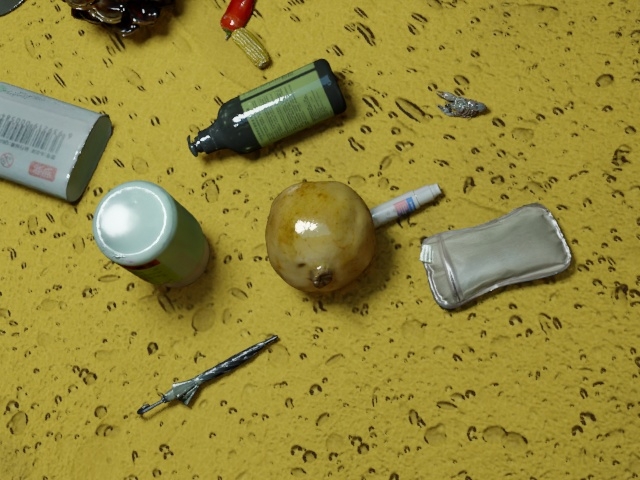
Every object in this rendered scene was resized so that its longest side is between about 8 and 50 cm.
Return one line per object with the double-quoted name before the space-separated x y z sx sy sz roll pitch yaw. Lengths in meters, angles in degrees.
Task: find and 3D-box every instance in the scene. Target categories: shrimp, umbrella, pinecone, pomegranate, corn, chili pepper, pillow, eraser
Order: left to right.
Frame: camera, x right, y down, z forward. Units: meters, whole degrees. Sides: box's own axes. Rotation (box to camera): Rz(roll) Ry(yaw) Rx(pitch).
"eraser" -0.515 -0.182 1.717 0.227 0.081 0.174 18 75 15
"pinecone" -0.371 -0.503 1.687 0.244 0.257 0.243 -7 61 13
"umbrella" -0.186 0.229 1.566 0.269 0.044 0.044 -28 102 3
"chili pepper" -0.138 -0.450 1.747 0.045 0.027 0.178 25 79 16
"corn" -0.126 -0.350 1.713 0.037 0.037 0.092 -36 72 -1
"pomegranate" 0.000 0.000 1.522 0.196 0.196 0.196 -3 75 10
"shrimp" 0.237 -0.229 1.620 0.092 0.029 0.038 21 88 21
"pillow" 0.280 0.023 1.536 0.233 0.038 0.130 -19 70 4

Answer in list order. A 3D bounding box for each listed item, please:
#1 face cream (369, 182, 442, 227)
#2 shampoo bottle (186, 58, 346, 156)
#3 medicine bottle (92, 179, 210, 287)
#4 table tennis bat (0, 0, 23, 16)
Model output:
"face cream" 0.142 -0.062 1.587 0.130 0.034 0.034 -25 72 2
"shampoo bottle" -0.100 -0.216 1.638 0.284 0.101 0.101 -24 72 3
"medicine bottle" -0.269 -0.003 1.546 0.139 0.225 0.139 -3 75 10
"table tennis bat" -0.593 -0.537 1.860 0.234 0.022 0.131 -44 71 -1
